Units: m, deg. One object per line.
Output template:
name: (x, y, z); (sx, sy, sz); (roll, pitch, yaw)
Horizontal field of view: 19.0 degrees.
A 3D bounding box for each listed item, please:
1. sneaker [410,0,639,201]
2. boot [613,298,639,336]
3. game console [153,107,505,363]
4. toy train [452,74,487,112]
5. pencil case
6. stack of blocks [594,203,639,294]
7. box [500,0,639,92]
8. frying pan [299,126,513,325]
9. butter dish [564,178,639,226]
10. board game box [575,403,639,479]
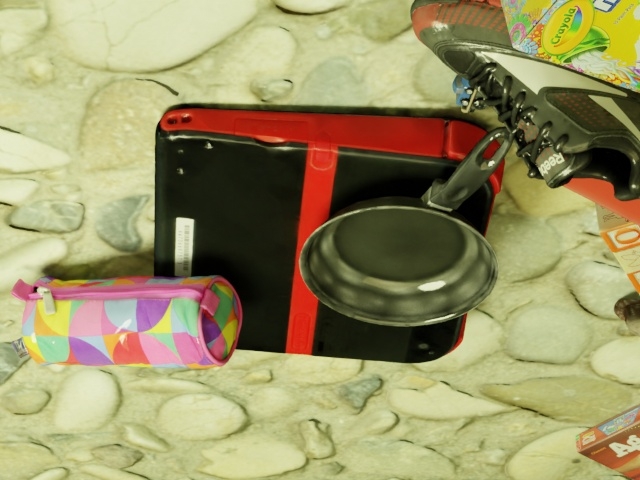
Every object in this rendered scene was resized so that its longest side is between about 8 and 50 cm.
sneaker: (0.192, -0.124, 1.643); (0.276, 0.135, 0.097); (28, 158, -4)
boot: (0.374, 0.085, 2.058); (0.106, 0.037, 0.114); (0, -175, -1)
game console: (0.000, 0.000, 1.967); (0.342, 0.060, 0.386); (6, 143, -1)
toy train: (0.149, -0.171, 1.748); (0.036, 0.027, 0.158); (7, 143, -7)
pencil case: (-0.202, 0.084, 1.985); (0.236, 0.104, 0.104); (-1, 147, 22)
stack of blocks: (0.409, 0.008, 1.962); (0.171, 0.087, 0.297); (-18, 142, 20)
box: (0.320, -0.256, 1.428); (0.279, 0.177, 0.290); (16, 136, -28)
frying pan: (0.077, -0.021, 1.838); (0.197, 0.053, 0.326); (3, 142, 3)
butter dish: (0.306, -0.108, 1.774); (0.160, 0.118, 0.160); (27, 112, -2)
board game box: (0.462, 0.217, 2.313); (0.145, 0.027, 0.281); (28, 135, -34)
